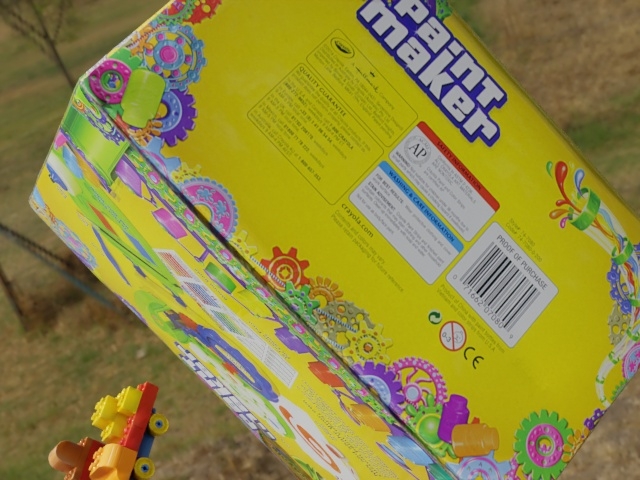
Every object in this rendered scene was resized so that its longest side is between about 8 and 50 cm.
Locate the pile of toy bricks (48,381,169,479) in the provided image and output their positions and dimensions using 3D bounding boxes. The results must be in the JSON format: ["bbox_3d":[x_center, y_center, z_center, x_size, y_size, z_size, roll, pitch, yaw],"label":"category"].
[{"bbox_3d":[-0.175,0.177,0.628,0.118,0.105,0.212,-44,24,46],"label":"pile of toy bricks"}]

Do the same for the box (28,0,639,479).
[{"bbox_3d":[0.000,0.000,0.631,0.177,0.290,0.279,-46,8,-21],"label":"box"}]
